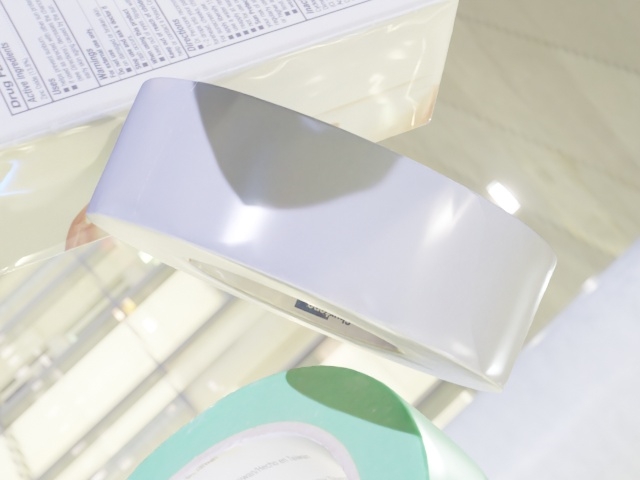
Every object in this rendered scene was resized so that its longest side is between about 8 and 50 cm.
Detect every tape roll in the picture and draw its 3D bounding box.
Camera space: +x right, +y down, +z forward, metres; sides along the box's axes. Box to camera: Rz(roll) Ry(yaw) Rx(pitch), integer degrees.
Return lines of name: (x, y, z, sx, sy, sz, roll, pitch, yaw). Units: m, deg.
tape roll: (0.000, 0.000, 0.770, 0.219, 0.072, 0.219, 22, 174, 3)
tape roll: (-0.043, 0.223, 0.895, 0.077, 0.321, 0.321, 41, 179, -29)

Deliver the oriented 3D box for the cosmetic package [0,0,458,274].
cosmetic package: (-0.087, -0.111, 0.942, 0.153, 0.296, 0.129, 60, 159, 29)
